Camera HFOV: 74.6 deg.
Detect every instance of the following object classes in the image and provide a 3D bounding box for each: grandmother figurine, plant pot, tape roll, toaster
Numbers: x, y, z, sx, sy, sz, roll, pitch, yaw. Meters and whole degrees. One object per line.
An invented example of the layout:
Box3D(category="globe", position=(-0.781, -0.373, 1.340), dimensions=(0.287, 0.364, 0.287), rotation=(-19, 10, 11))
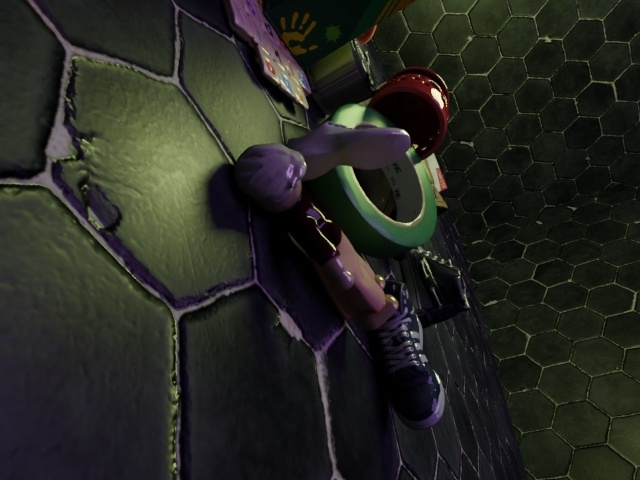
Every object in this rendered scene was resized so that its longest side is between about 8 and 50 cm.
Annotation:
Box3D(category="grandmother figurine", position=(0.000, 0.000, 0.621), dimensions=(0.342, 0.104, 0.208), rotation=(51, 0, -32))
Box3D(category="plant pot", position=(0.213, -0.305, 1.010), dimensions=(0.191, 0.191, 0.174), rotation=(58, 37, -25))
Box3D(category="tape roll", position=(0.113, -0.123, 0.871), dimensions=(0.321, 0.077, 0.321), rotation=(22, 55, -35))
Box3D(category="toaster", position=(0.050, -0.416, 1.052), dimensions=(0.129, 0.146, 0.227), rotation=(38, 36, -52))

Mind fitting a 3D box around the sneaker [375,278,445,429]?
Box3D(category="sneaker", position=(0.143, 0.186, 0.767), dimensions=(0.282, 0.099, 0.153), rotation=(-87, 154, -60))

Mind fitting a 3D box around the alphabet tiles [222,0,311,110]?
Box3D(category="alphabet tiles", position=(-0.105, -0.402, 0.837), dimensions=(0.284, 0.021, 0.278), rotation=(17, 52, -64))

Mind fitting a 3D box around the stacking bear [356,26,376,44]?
Box3D(category="stacking bear", position=(0.129, -0.892, 1.696), dimensions=(0.289, 0.175, 0.164), rotation=(-94, 168, -56))

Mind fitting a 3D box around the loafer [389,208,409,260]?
Box3D(category="loafer", position=(0.201, -0.043, 1.159), dimensions=(0.078, 0.076, 0.223), rotation=(25, 44, -49))

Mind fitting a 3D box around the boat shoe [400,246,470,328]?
Box3D(category="boat shoe", position=(0.329, 0.087, 1.232), dimensions=(0.127, 0.158, 0.341), rotation=(46, 30, -44))

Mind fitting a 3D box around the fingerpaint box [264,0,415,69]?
Box3D(category="fingerpaint box", position=(0.052, -0.665, 0.957), dimensions=(0.163, 0.371, 0.445), rotation=(43, 30, -48))

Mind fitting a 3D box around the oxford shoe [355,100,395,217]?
Box3D(category="oxford shoe", position=(0.117, -0.210, 1.101), dimensions=(0.146, 0.140, 0.397), rotation=(18, 52, -22))

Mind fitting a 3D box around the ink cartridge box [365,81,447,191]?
Box3D(category="ink cartridge box", position=(0.278, -0.321, 1.460), dimensions=(0.279, 0.160, 0.385), rotation=(-21, 90, -61))

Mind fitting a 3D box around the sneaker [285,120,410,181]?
Box3D(category="sneaker", position=(0.040, -0.168, 0.707), dimensions=(0.080, 0.212, 0.094), rotation=(75, 7, -53))

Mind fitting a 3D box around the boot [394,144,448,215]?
Box3D(category="boot", position=(0.238, -0.200, 1.175), dimensions=(0.236, 0.089, 0.270), rotation=(8, 59, -51))
